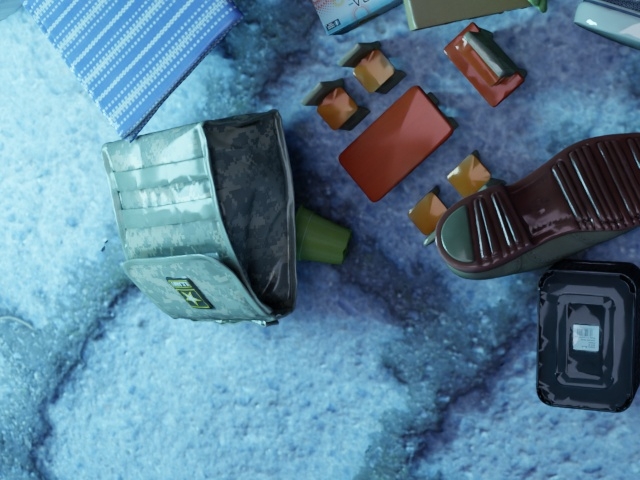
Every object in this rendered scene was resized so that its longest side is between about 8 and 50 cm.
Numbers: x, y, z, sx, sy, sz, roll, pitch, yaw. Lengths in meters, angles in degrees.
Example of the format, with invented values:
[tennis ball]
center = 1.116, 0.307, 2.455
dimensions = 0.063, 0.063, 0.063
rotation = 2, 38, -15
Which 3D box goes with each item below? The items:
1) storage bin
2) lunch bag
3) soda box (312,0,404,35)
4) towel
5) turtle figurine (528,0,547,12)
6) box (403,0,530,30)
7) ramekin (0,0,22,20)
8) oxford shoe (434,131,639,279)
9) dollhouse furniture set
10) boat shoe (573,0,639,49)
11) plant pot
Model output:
[storage bin]
center = 0.346, 0.120, 1.523
dimensions = 0.122, 0.084, 0.180
rotation = 3, 101, 22
[lunch bag]
center = -0.158, -0.017, 1.627
dimensions = 0.235, 0.169, 0.287
rotation = -4, 99, 46
[soda box]
center = 0.083, -0.337, 1.563
dimensions = 0.183, 0.058, 0.063
rotation = -24, 90, 24
[towel]
center = -0.268, -0.327, 1.616
dimensions = 0.243, 0.040, 0.336
rotation = -45, 64, 17
[turtle figurine]
center = 0.335, -0.377, 1.380
dimensions = 0.266, 0.198, 0.274
rotation = -42, 79, 21
[box]
center = 0.168, -0.377, 1.492
dimensions = 0.164, 0.021, 0.201
rotation = -14, 95, -14
[ramekin]
center = -0.538, -0.436, 1.757
dimensions = 0.273, 0.127, 0.272
rotation = 4, 101, 22
[oxford shoe]
center = 0.316, -0.040, 1.501
dimensions = 0.348, 0.130, 0.123
rotation = -17, 69, 7
[dollhouse furniture set]
center = 0.134, -0.159, 1.530
dimensions = 0.259, 0.135, 0.262
rotation = -43, 82, 22
[boat shoe]
center = 0.482, -0.282, 1.390
dimensions = 0.341, 0.127, 0.158
rotation = 16, 98, 10
[plant pot]
center = 0.000, 0.000, 1.649
dimensions = 0.079, 0.083, 0.083
rotation = 17, 105, 6
